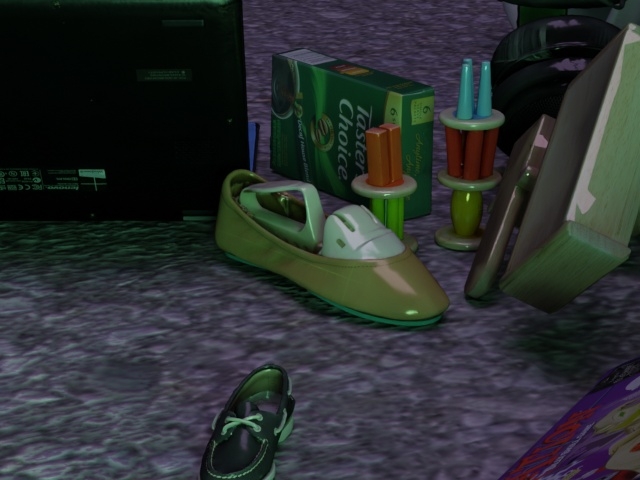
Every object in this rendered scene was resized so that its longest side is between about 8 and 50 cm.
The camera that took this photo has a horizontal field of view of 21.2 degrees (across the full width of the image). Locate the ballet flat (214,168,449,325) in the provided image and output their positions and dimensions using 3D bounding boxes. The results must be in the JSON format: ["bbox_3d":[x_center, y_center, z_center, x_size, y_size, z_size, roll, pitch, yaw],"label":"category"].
[{"bbox_3d":[0.000,0.000,1.266,0.080,0.073,0.232,-19,27,-41],"label":"ballet flat"}]

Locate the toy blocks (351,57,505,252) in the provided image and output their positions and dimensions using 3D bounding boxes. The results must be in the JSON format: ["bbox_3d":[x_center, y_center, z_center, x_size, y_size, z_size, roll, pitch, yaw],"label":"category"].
[{"bbox_3d":[0.084,-0.066,1.340,0.123,0.148,0.054,-5,20,-15],"label":"toy blocks"}]

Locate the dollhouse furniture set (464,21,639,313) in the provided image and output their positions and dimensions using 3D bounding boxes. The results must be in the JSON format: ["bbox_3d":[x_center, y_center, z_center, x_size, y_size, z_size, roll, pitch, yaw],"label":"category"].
[{"bbox_3d":[0.317,0.023,1.189,0.355,0.174,0.303,26,-25,-8],"label":"dollhouse furniture set"}]

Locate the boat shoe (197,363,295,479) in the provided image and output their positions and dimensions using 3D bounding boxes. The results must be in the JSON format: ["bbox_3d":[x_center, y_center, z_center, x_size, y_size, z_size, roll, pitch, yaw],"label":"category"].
[{"bbox_3d":[-0.042,0.111,1.006,0.046,0.038,0.125,5,20,15],"label":"boat shoe"}]

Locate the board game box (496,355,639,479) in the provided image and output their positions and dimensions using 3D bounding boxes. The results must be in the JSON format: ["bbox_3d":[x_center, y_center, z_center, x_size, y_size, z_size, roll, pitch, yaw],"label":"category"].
[{"bbox_3d":[0.171,0.107,0.851,0.208,0.056,0.347,-35,-3,35],"label":"board game box"}]

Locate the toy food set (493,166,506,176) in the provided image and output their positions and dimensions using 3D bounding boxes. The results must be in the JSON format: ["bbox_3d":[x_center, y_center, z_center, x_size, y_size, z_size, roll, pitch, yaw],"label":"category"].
[{"bbox_3d":[0.235,-0.049,1.378,0.132,0.038,0.192,6,-11,-30],"label":"toy food set"}]

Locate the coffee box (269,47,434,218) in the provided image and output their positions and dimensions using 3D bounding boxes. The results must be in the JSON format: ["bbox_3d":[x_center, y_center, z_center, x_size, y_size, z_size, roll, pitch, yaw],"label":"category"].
[{"bbox_3d":[0.024,-0.095,1.475,0.040,0.113,0.184,-14,25,-36],"label":"coffee box"}]

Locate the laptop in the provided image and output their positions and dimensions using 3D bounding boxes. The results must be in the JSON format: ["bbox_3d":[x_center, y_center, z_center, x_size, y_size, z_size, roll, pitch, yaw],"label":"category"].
[{"bbox_3d":[-0.248,-0.140,1.442,0.382,0.408,0.236,-1,53,-1],"label":"laptop"}]

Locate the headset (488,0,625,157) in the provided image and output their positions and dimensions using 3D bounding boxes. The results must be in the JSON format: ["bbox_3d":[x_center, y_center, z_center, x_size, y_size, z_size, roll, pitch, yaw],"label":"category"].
[{"bbox_3d":[0.176,-0.185,1.427,0.185,0.243,0.394,0,-8,0],"label":"headset"}]

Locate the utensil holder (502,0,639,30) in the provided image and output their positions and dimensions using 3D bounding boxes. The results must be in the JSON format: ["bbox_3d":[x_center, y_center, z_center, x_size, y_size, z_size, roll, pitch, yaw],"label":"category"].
[{"bbox_3d":[0.434,-0.359,1.921,0.385,0.328,0.327,-4,20,-20],"label":"utensil holder"}]
